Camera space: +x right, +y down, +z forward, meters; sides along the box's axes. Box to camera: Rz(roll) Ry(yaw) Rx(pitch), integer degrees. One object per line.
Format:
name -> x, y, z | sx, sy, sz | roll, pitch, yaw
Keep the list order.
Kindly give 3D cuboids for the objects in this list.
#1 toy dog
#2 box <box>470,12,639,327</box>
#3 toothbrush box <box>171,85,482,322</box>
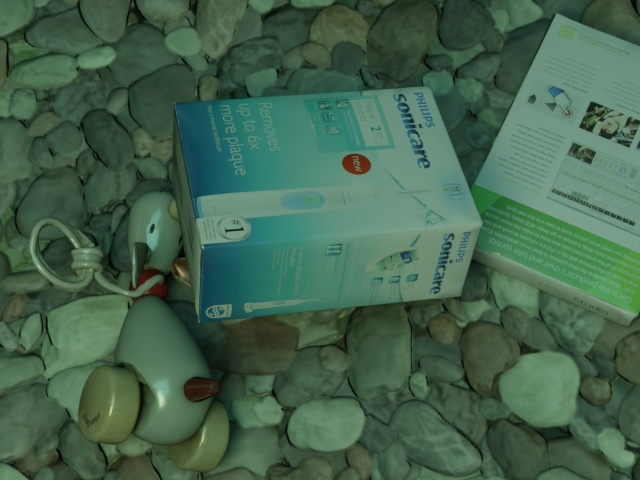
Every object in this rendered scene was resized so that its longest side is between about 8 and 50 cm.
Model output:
toy dog -> -0.163, 0.084, 1.407 | 0.220, 0.161, 0.333 | -4, 70, -45
box -> 0.316, -0.087, 1.515 | 0.232, 0.058, 0.322 | 24, 72, 11
toothbrush box -> -0.001, -0.043, 1.398 | 0.295, 0.126, 0.216 | -4, 49, -12
